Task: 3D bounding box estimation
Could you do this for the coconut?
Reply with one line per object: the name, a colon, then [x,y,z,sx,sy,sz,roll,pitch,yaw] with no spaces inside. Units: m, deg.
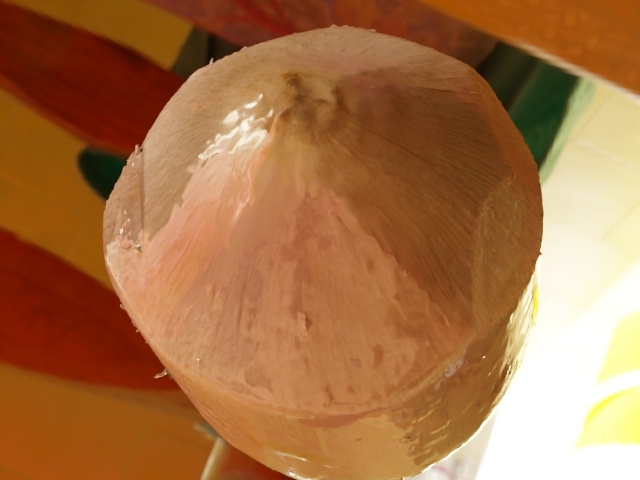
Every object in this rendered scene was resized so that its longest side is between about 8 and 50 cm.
coconut: [0.000,0.000,0.474,0.171,0.171,0.183,8,150,20]
